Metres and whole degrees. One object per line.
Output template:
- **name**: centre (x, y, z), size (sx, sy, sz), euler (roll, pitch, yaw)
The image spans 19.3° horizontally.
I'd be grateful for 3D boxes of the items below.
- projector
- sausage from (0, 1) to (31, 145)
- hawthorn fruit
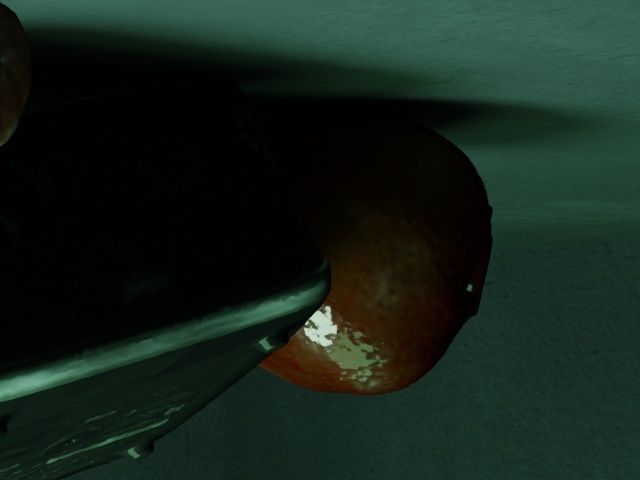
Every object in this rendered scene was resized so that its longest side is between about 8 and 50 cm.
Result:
- **projector**: centre (-0.257, 0.075, 1.593), size (0.395, 0.242, 0.405), euler (-17, 164, -38)
- **sausage**: centre (-0.291, -0.097, 1.228), size (0.254, 0.148, 0.148), euler (-14, 167, 42)
- **hawthorn fruit**: centre (0.010, 0.012, 1.797), size (0.311, 0.295, 0.295), euler (3, 176, 11)
